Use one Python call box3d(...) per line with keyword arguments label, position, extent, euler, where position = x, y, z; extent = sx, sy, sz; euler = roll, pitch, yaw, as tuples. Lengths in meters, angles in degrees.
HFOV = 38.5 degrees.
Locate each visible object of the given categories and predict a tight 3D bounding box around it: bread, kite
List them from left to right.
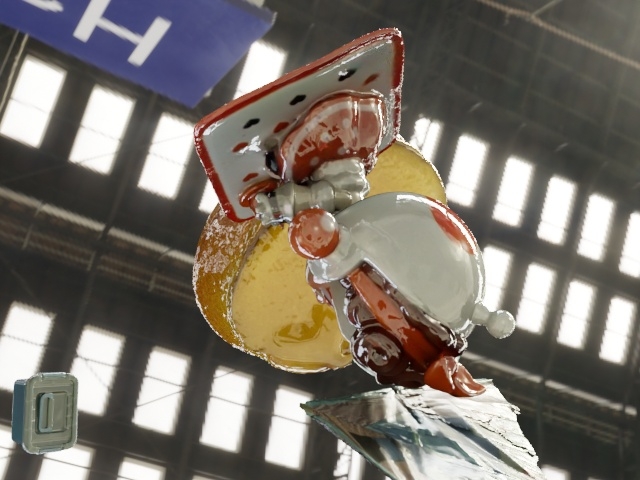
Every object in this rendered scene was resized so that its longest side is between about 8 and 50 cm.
box3d(label="bread", position=(0.000, 0.000, 0.894), extent=(0.195, 0.142, 0.270), euler=(40, -92, -27))
box3d(label="kite", position=(0.133, 0.153, 0.581), extent=(0.314, 0.335, 0.011), euler=(21, -76, -8))

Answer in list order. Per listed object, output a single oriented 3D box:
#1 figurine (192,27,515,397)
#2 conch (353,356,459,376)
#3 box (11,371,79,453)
box3d(label="figurine", position=(0.042, 0.011, 0.638), extent=(0.160, 0.183, 0.226), euler=(-28, -109, -6))
box3d(label="conch", position=(0.111, 0.122, 1.298), extent=(0.221, 0.185, 0.121), euler=(45, -149, -29))
box3d(label="box", position=(-0.352, 0.216, 1.156), extent=(0.074, 0.054, 0.099), euler=(7, -97, -49))
